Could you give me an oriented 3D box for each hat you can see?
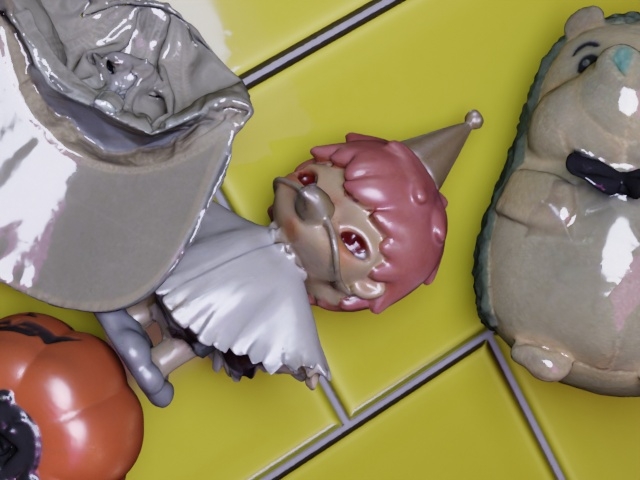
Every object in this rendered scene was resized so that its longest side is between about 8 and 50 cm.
[{"bbox_3d":[-0.182,-0.080,0.876,0.214,0.149,0.245,25,101,-6],"label":"hat"}]

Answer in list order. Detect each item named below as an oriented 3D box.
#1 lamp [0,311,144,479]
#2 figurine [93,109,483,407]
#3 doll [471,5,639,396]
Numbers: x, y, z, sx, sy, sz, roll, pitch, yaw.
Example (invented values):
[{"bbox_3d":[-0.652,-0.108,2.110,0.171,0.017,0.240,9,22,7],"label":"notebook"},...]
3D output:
[{"bbox_3d":[-0.235,0.151,0.871,0.187,0.164,0.188,0,92,6],"label":"lamp"},{"bbox_3d":[0.000,0.000,0.915,0.387,0.207,0.166,-30,149,-12],"label":"figurine"},{"bbox_3d":[0.265,-0.038,0.966,0.247,0.247,0.349,13,84,-19],"label":"doll"}]
